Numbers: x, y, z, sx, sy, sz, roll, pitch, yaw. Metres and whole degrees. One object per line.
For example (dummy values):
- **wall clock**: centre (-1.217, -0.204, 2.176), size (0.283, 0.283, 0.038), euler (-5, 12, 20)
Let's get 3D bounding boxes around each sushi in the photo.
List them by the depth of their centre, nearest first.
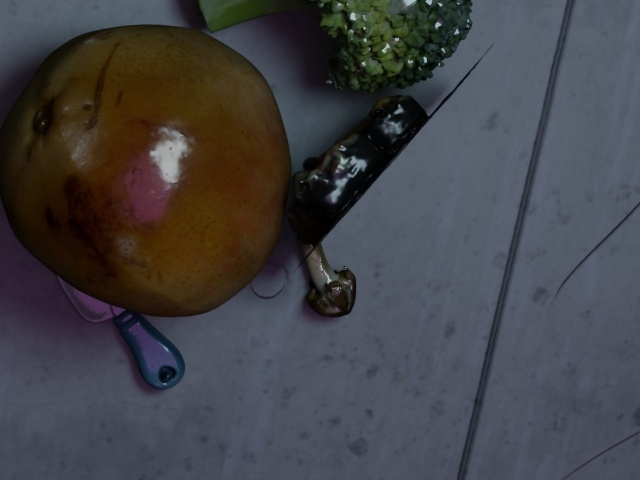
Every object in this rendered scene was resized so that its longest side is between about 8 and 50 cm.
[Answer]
- **sushi**: centre (0.054, -0.100, 1.731), size (0.059, 0.294, 0.292), euler (42, 84, 1)

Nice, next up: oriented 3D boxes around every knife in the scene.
- **knife**: centre (-0.237, 0.071, 1.825), size (0.058, 0.032, 0.244), euler (-39, 108, 1)

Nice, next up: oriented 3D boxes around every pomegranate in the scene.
- **pomegranate**: centre (-0.170, -0.066, 1.687), size (0.319, 0.319, 0.319), euler (-5, 104, -20)

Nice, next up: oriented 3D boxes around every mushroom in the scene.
- **mushroom**: centre (0.000, 0.000, 1.881), size (0.060, 0.061, 0.187), euler (-16, 103, -11)

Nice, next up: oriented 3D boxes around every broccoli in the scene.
- **broccoli**: centre (0.020, -0.313, 1.709), size (0.302, 0.249, 0.375), euler (-30, 116, -15)
